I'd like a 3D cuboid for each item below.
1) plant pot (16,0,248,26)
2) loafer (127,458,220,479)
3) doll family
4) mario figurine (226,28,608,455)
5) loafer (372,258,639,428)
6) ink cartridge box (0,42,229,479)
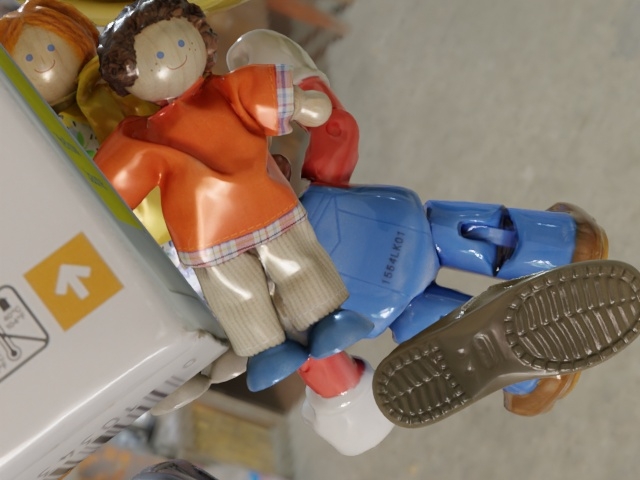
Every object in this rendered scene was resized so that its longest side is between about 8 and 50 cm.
[{"bbox_3d":[-0.078,-0.252,0.909,0.254,0.254,0.239,-61,-9,15],"label":"plant pot"},{"bbox_3d":[-0.008,0.248,1.086,0.109,0.302,0.095,-55,-4,20],"label":"loafer"},{"bbox_3d":[-0.122,0.007,0.561,0.263,0.163,0.118,-29,9,-12],"label":"doll family"},{"bbox_3d":[0.000,0.000,0.964,0.170,0.321,0.198,114,171,-45],"label":"mario figurine"},{"bbox_3d":[0.093,0.046,0.794,0.050,0.148,0.056,-128,19,-80],"label":"loafer"},{"bbox_3d":[-0.236,0.000,0.420,0.304,0.307,0.072,-38,-12,0],"label":"ink cartridge box"}]
